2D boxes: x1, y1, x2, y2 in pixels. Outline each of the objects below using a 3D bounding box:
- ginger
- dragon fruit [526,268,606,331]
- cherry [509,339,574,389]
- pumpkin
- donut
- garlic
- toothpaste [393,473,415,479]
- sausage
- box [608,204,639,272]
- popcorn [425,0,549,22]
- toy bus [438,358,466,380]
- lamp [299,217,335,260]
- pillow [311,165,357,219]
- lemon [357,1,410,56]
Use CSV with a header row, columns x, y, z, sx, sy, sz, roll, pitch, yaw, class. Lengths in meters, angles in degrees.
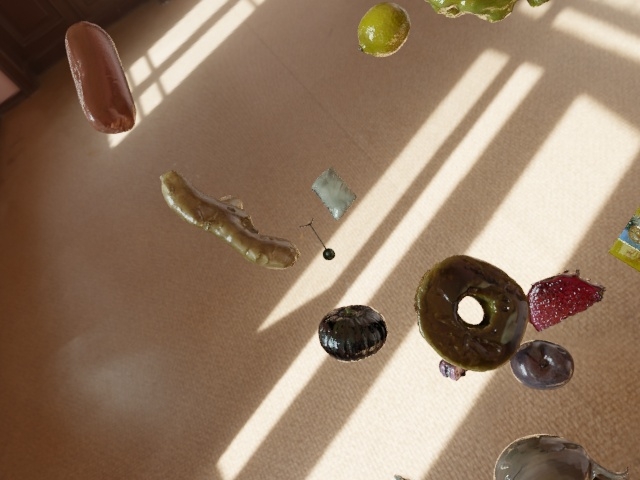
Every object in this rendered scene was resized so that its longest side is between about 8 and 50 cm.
x,y,z,sx,sy,sz,roll,pitch,yaw,class
-0.263,-0.043,1.433,0.122,0.348,0.363,-52,59,19,ginger
0.790,0.166,1.686,0.274,0.161,0.126,-43,-2,38,dragon fruit
0.630,0.357,1.463,0.176,0.176,0.140,-8,79,24,cherry
0.089,0.251,1.414,0.202,0.140,0.202,-5,13,1,pumpkin
0.422,0.198,1.444,0.330,0.160,0.329,0,89,1,donut
0.492,0.532,1.076,0.292,0.210,0.237,-46,60,-1,garlic
0.152,0.428,0.885,0.062,0.216,0.037,31,73,19,toothpaste
-0.333,-0.246,0.769,0.077,0.077,0.194,-25,76,9,sausage
0.596,-0.011,0.913,0.023,0.155,0.087,-30,54,-32,box
0.304,-0.523,0.930,0.250,0.241,0.235,14,57,34,popcorn
0.499,0.412,1.778,0.203,0.063,0.090,-27,21,-37,toy bus
0.001,0.001,1.278,0.041,0.054,0.121,-37,78,7,lamp
0.052,-0.193,2.043,0.128,0.051,0.229,-46,51,14,pillow
0.141,-0.470,1.138,0.133,0.109,0.109,-40,45,12,lemon
